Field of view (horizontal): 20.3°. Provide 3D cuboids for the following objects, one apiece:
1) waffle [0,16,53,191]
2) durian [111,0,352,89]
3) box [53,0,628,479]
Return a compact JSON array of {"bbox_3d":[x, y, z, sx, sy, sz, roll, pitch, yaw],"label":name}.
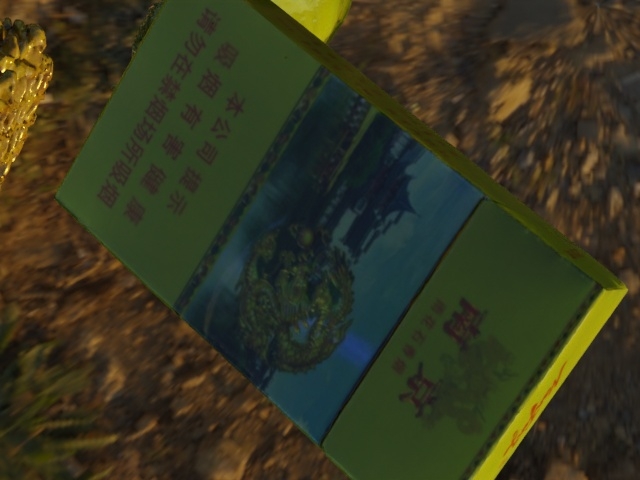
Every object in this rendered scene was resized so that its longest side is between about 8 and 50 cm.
[{"bbox_3d":[-0.276,-0.082,1.416,0.070,0.193,0.197,22,74,-2],"label":"waffle"},{"bbox_3d":[-0.054,-0.184,1.334,0.250,0.139,0.101,-44,47,45],"label":"durian"},{"bbox_3d":[0.000,0.000,1.056,0.335,0.047,0.187,41,110,23],"label":"box"}]
